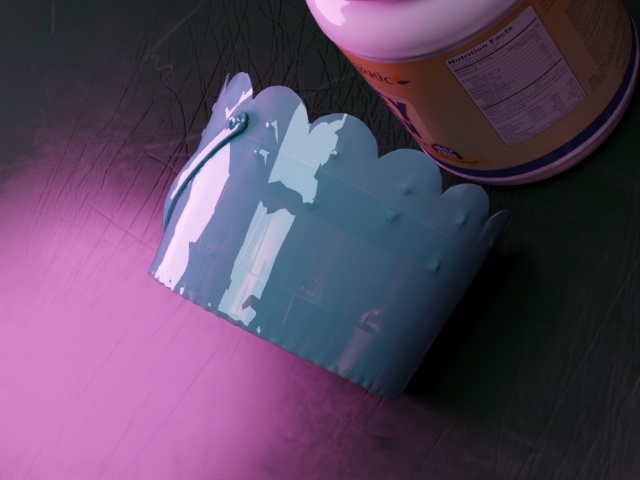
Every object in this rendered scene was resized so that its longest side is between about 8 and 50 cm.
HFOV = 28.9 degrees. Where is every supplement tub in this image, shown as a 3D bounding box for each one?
[{"bbox_3d":[0.123,-0.211,1.057,0.228,0.316,0.228,-15,56,25],"label":"supplement tub"}]

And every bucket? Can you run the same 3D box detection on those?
[{"bbox_3d":[0.000,0.000,1.049,0.281,0.281,0.183,26,88,39],"label":"bucket"}]
